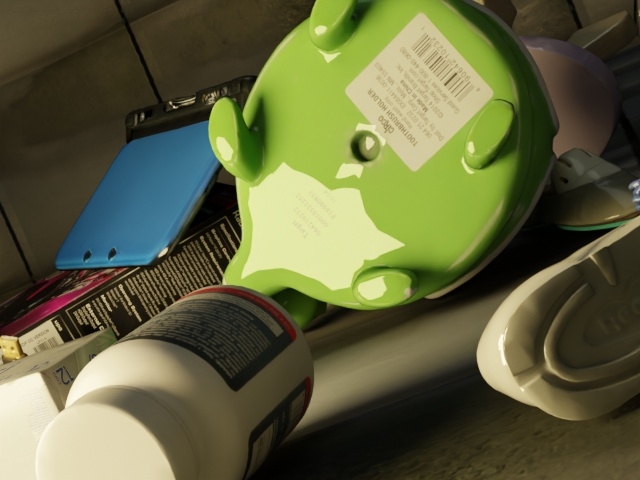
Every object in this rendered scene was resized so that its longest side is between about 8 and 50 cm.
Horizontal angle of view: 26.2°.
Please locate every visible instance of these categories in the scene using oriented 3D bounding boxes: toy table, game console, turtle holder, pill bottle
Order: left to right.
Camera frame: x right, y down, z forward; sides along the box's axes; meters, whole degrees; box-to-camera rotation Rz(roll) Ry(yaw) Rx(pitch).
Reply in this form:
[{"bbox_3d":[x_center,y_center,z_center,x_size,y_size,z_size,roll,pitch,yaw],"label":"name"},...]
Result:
[{"bbox_3d":[-0.080,0.098,0.771,0.108,0.108,0.180,-21,6,22],"label":"pill bottle"},{"bbox_3d":[-0.094,-0.054,1.327,0.250,0.173,0.293,2,-2,-29],"label":"game console"},{"bbox_3d":[0.060,-0.044,1.114,0.243,0.320,0.227,20,11,23],"label":"turtle holder"},{"bbox_3d":[0.206,-0.152,1.446,0.274,0.252,0.161,-7,31,35],"label":"toy table"}]

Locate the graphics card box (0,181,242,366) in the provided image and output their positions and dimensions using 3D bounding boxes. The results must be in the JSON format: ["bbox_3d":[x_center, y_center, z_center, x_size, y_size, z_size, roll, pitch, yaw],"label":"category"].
[{"bbox_3d":[-0.217,0.069,1.375,0.371,0.094,0.233,-32,13,-10],"label":"graphics card box"}]

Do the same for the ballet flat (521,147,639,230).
[{"bbox_3d":[0.206,-0.045,1.154,0.072,0.068,0.213,-24,6,-16],"label":"ballet flat"}]

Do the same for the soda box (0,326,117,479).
[{"bbox_3d":[-0.270,0.157,1.041,0.286,0.091,0.098,-20,8,28],"label":"soda box"}]

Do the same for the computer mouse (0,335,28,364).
[{"bbox_3d":[-0.346,0.104,1.154,0.184,0.262,0.060,-18,25,-4],"label":"computer mouse"}]

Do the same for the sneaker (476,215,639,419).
[{"bbox_3d":[0.185,0.012,0.684,0.235,0.090,0.095,-22,-4,-7],"label":"sneaker"}]

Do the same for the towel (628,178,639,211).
[{"bbox_3d":[0.385,-0.130,1.046,0.336,0.040,0.243,-30,-10,-49],"label":"towel"}]

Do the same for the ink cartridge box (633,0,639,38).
[{"bbox_3d":[0.559,-0.276,1.612,0.371,0.069,0.176,-3,10,12],"label":"ink cartridge box"}]
